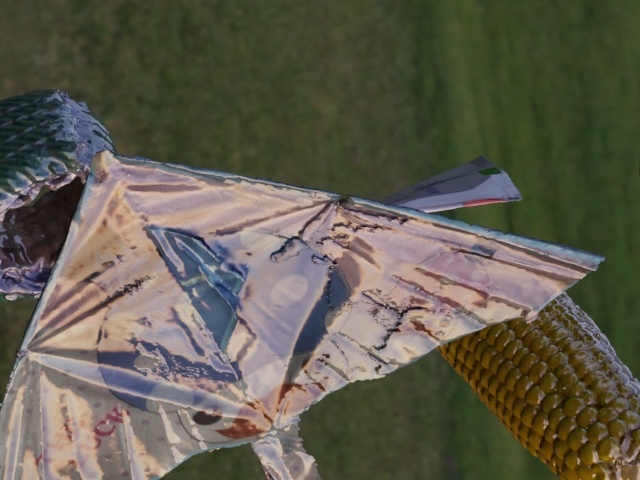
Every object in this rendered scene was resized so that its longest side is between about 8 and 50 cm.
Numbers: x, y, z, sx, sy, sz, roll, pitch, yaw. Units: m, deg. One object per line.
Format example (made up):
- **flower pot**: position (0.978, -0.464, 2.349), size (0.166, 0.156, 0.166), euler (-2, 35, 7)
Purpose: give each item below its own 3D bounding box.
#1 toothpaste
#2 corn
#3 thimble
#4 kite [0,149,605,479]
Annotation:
- **toothpaste**: position (0.000, 0.000, 1.324), size (0.075, 0.301, 0.048), euler (168, -98, -78)
- **corn**: position (0.175, 0.097, 1.470), size (0.322, 0.119, 0.119), euler (49, -11, 46)
- **thimble**: position (-0.197, -0.028, 1.228), size (0.118, 0.135, 0.090), euler (44, 13, -46)
- **kite**: position (-0.027, 0.071, 0.814), size (0.011, 0.335, 0.314), euler (-110, 175, -50)
